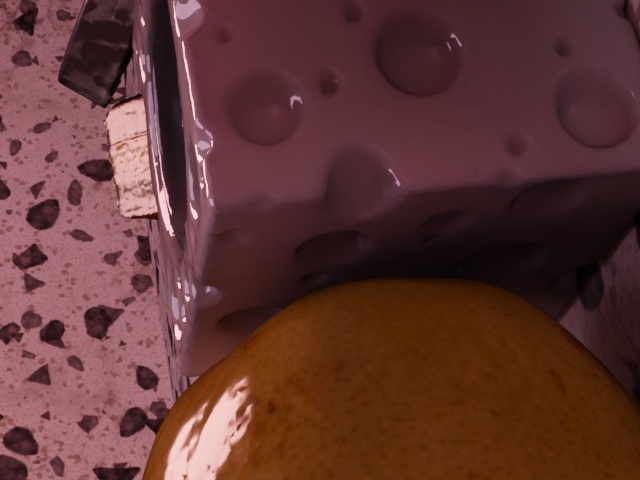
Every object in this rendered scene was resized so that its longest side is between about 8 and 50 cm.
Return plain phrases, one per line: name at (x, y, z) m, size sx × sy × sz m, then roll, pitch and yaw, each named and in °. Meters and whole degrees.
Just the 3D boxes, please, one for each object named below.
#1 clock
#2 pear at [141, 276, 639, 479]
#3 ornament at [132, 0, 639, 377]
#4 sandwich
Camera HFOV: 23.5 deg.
clock at (-0.223, -0.352, 1.926) m, size 0.386 × 0.076 × 0.386 m, roll -156°, pitch 90°, yaw -82°
pear at (0.046, 0.175, 0.776) m, size 0.314 × 0.314 × 0.314 m, roll 174°, pitch 90°, yaw -79°
ornament at (0.025, -0.083, 0.880) m, size 0.239 × 0.239 × 0.240 m, roll 111°, pitch 151°, yaw -64°
sandwich at (-0.123, -0.116, 1.941) m, size 0.198 × 0.227 × 0.155 m, roll 1°, pitch -100°, yaw -66°
